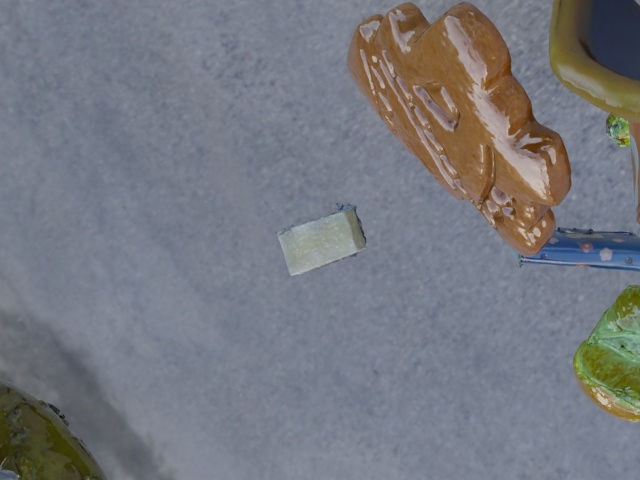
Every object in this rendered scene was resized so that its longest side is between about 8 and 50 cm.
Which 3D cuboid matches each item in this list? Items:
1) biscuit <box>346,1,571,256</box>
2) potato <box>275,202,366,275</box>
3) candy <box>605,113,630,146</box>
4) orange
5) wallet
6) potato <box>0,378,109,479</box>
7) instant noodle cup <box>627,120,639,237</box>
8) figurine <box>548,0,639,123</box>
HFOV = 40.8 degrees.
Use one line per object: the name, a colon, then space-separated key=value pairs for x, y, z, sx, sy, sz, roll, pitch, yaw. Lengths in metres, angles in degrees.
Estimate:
biscuit: x=0.110 y=-0.114 z=0.801 sx=0.306 sy=0.043 sz=0.284 roll=40 pitch=166 yaw=48
potato: x=0.002 y=-0.001 z=1.256 sx=0.122 sy=0.061 sz=0.086 roll=-19 pitch=95 yaw=20
candy: x=0.519 y=-0.202 z=1.297 sx=0.062 sy=0.193 sz=0.058 roll=63 pitch=175 yaw=-2
orange: x=0.529 y=0.195 z=1.427 sx=0.179 sy=0.237 sz=0.158 roll=21 pitch=156 yaw=31
wallet: x=0.414 y=0.012 z=1.396 sx=0.202 sy=0.141 sz=0.059 roll=3 pitch=99 yaw=7
potato: x=-0.256 y=0.186 z=0.654 sx=0.251 sy=0.149 sz=0.113 roll=43 pitch=174 yaw=2
instant noodle cup: x=0.437 y=-0.106 z=0.847 sx=0.296 sy=0.296 sz=0.214 roll=-5 pitch=74 yaw=41
figurine: x=0.273 y=-0.094 z=0.250 sx=0.400 sy=0.387 sz=0.268 roll=13 pitch=139 yaw=14
